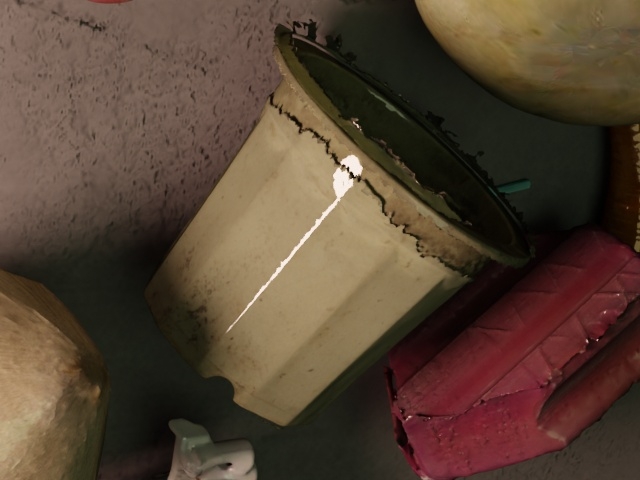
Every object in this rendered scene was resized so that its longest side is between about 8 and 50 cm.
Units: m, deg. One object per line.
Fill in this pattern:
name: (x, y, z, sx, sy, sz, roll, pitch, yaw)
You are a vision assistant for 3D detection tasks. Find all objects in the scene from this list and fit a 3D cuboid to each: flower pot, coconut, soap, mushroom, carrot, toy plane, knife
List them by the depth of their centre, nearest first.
coconut: (-0.275, 0.137, 1.448, 0.266, 0.237, 0.237, -21, 138, 35)
mushroom: (0.247, -0.241, 1.575, 0.352, 0.260, 0.352, 2, 149, 1)
flower pot: (0.000, 0.000, 1.578, 0.290, 0.290, 0.259, 28, 110, -37)
toy plane: (-0.148, 0.254, 1.689, 0.244, 0.117, 0.245, -19, 139, -18)
soap: (0.182, 0.108, 1.767, 0.289, 0.182, 0.112, -40, 129, -15)
knife: (0.160, -0.047, 1.785, 0.091, 0.005, 0.014, -14, 121, -24)
carrot: (0.300, -0.071, 1.828, 0.062, 0.066, 0.271, -50, 144, -61)

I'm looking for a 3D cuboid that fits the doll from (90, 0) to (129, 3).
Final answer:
doll: (-0.175, -0.297, 1.372, 0.152, 0.196, 0.256, -53, 135, -48)
